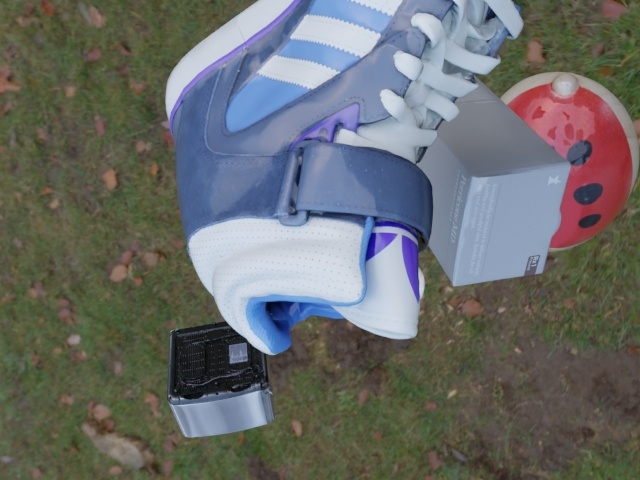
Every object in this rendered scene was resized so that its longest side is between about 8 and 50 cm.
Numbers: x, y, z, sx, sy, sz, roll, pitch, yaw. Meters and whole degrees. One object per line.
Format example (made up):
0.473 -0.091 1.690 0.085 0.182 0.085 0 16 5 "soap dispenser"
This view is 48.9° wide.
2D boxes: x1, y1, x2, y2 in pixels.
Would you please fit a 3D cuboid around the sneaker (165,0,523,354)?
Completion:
0.051 -0.066 0.410 0.323 0.130 0.236 -31 62 22 "sneaker"

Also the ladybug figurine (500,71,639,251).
0.455 -0.130 1.387 0.305 0.162 0.449 11 145 24 "ladybug figurine"

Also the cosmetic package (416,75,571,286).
0.139 -0.076 0.709 0.107 0.238 0.127 -6 125 -10 "cosmetic package"

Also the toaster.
-0.163 0.229 1.175 0.168 0.186 0.110 -11 129 -2 "toaster"

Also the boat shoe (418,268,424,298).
0.121 0.081 1.649 0.324 0.096 0.117 20 102 61 "boat shoe"
